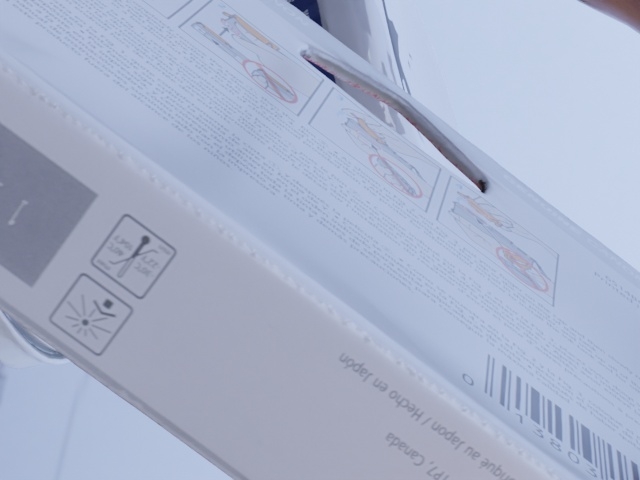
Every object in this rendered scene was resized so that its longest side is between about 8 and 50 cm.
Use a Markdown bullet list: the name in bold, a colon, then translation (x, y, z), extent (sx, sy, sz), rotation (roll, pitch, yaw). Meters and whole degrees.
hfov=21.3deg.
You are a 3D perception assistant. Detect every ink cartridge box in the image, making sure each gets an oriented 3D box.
- **ink cartridge box**: translation (0.000, 0.000, 0.572), extent (0.066, 0.296, 0.261), rotation (-52, -177, 17)

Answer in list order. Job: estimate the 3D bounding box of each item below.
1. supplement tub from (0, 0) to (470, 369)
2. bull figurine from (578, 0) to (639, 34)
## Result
- **supplement tub**: translation (-0.079, -0.049, 1.108), extent (0.228, 0.316, 0.228), rotation (-17, 90, -77)
- **bull figurine**: translation (0.168, -0.127, 0.657), extent (0.310, 0.188, 0.101), rotation (46, -35, 38)
